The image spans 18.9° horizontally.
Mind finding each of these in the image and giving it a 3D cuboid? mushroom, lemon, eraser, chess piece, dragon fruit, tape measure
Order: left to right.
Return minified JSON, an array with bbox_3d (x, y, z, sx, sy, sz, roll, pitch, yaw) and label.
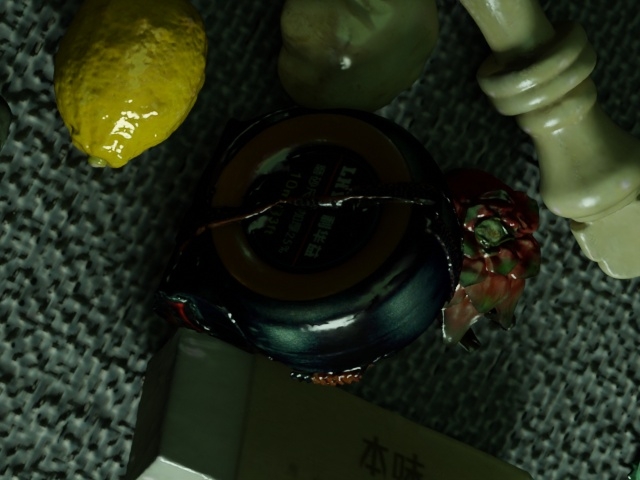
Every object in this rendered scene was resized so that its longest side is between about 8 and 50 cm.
[{"bbox_3d":[-0.146,-0.129,1.469,0.114,0.114,0.155,18,95,-20],"label":"lemon"},{"bbox_3d":[0.000,0.000,1.481,0.202,0.222,0.135,-68,155,-22],"label":"tape measure"},{"bbox_3d":[0.014,0.198,1.545,0.343,0.078,0.144,25,45,-20],"label":"eraser"},{"bbox_3d":[0.027,-0.164,1.521,0.148,0.148,0.112,-33,66,-12],"label":"mushroom"},{"bbox_3d":[0.119,0.011,1.574,0.130,0.121,0.142,44,110,13],"label":"dragon fruit"},{"bbox_3d":[0.181,-0.140,1.577,0.117,0.117,0.397,-33,107,-12],"label":"chess piece"}]

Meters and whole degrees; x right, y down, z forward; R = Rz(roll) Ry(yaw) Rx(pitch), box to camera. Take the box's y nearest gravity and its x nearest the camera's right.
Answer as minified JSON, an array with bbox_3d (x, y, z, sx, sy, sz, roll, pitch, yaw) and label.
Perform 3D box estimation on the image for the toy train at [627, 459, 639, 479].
[{"bbox_3d":[0.362,0.145,1.626,0.120,0.202,0.301,2,95,-23],"label":"toy train"}]

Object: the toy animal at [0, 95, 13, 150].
[{"bbox_3d":[-0.277,-0.053,1.469,0.065,0.047,0.136,17,86,-28],"label":"toy animal"}]
